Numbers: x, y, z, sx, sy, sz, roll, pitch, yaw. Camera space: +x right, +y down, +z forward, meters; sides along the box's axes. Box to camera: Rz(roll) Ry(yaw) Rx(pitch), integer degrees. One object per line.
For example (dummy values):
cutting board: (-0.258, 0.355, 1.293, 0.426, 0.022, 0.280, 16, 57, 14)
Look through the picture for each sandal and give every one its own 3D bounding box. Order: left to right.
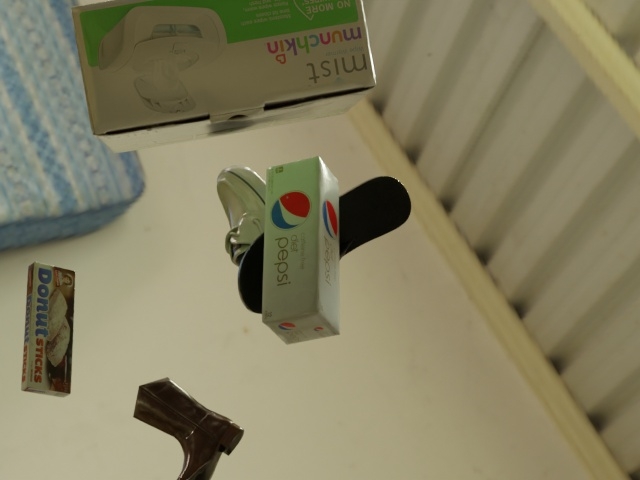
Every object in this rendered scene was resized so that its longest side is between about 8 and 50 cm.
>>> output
sandal: (0.000, -0.001, 1.465, 0.097, 0.254, 0.054, 54, -4, -8)

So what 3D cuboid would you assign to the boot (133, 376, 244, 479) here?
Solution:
boot: (-0.149, 0.192, 1.131, 0.114, 0.106, 0.037, 30, -39, 20)

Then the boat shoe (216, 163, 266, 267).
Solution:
boat shoe: (-0.087, 0.003, 1.594, 0.258, 0.084, 0.095, 54, -34, 25)

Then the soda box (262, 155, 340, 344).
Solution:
soda box: (-0.021, 0.010, 1.384, 0.069, 0.073, 0.216, 49, 35, -53)

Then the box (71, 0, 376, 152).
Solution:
box: (-0.096, -0.169, 1.138, 0.231, 0.261, 0.127, 179, -99, -85)

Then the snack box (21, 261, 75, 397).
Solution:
snack box: (-0.365, 0.119, 1.558, 0.022, 0.064, 0.178, -29, -125, 44)
